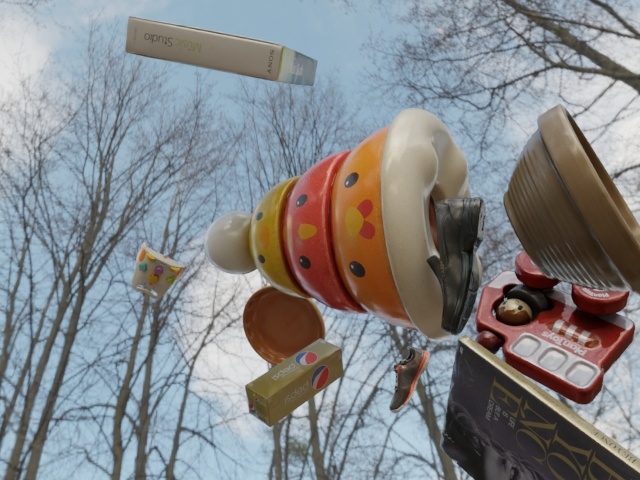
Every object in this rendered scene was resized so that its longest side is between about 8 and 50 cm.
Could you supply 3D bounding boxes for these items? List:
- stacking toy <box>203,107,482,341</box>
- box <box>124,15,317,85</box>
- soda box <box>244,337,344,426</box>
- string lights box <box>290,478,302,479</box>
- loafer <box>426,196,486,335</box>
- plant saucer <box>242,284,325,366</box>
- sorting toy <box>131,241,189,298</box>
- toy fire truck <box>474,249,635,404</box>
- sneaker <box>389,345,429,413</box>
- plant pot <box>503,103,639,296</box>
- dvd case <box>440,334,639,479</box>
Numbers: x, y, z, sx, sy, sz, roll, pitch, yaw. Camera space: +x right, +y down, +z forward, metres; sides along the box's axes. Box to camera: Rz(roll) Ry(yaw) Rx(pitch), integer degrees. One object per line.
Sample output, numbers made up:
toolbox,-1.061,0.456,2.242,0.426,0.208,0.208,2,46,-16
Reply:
stacking toy,0.000,0.000,0.945,0.479,0.351,0.351,-8,-47,29
box,-0.143,-0.307,0.938,0.232,0.322,0.059,12,-73,5
soda box,-0.042,0.243,0.981,0.181,0.058,0.061,-26,-60,-39
string lights box,0.015,0.535,1.101,0.133,0.077,0.260,30,-26,-6
loafer,0.162,0.030,0.692,0.061,0.170,0.062,6,-10,26
plant saucer,-0.078,0.189,1.255,0.199,0.037,0.200,6,-73,20
sorting toy,-0.273,0.058,0.929,0.083,0.045,0.075,28,-75,-17
toy fire truck,0.442,0.165,1.110,0.253,0.302,0.170,-33,-50,-28
sneaker,0.183,0.307,1.262,0.064,0.061,0.158,30,-100,-4
plant pot,0.291,-0.031,0.657,0.109,0.237,0.237,-31,-52,28
dvd case,0.205,0.215,0.538,0.018,0.221,0.165,-18,-55,-30
